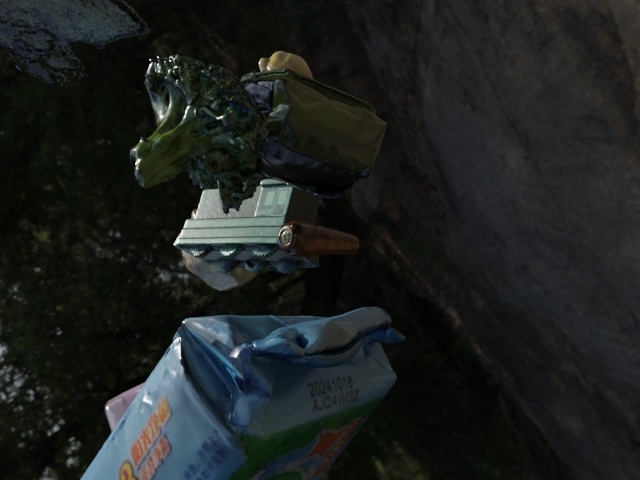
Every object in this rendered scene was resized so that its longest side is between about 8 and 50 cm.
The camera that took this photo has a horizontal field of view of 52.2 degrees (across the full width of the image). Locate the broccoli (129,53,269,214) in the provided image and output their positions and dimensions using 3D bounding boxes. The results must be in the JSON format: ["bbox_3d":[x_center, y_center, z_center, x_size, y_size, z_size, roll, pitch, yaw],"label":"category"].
[{"bbox_3d":[-0.138,-0.112,0.708,0.155,0.160,0.167,31,143,43],"label":"broccoli"}]

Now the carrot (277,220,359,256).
[{"bbox_3d":[0.000,0.000,1.009,0.162,0.055,0.055,2,-134,-49],"label":"carrot"}]

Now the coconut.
[{"bbox_3d":[-0.250,0.012,1.628,0.224,0.224,0.224,57,177,4],"label":"coconut"}]

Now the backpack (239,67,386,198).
[{"bbox_3d":[-0.051,-0.144,0.897,0.207,0.139,0.253,17,178,-34],"label":"backpack"}]

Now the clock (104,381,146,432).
[{"bbox_3d":[-0.247,0.427,1.108,0.295,0.113,0.322,51,160,42],"label":"clock"}]

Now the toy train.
[{"bbox_3d":[-0.139,-0.029,1.334,0.331,0.178,0.138,0,158,35],"label":"toy train"}]

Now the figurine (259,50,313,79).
[{"bbox_3d":[-0.082,-0.302,1.308,0.196,0.114,0.108,-67,-17,-50],"label":"figurine"}]

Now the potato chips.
[{"bbox_3d":[-0.366,-0.295,0.919,0.202,0.220,0.029,13,-124,-33],"label":"potato chips"}]

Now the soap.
[{"bbox_3d":[-0.070,0.150,0.389,0.077,0.293,0.156,43,-161,27],"label":"soap"}]
